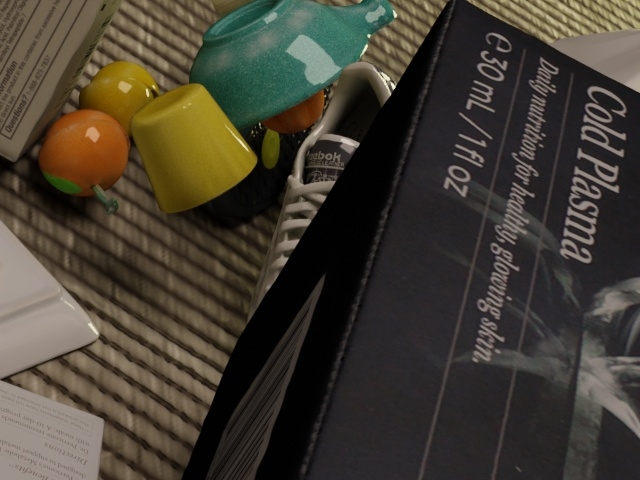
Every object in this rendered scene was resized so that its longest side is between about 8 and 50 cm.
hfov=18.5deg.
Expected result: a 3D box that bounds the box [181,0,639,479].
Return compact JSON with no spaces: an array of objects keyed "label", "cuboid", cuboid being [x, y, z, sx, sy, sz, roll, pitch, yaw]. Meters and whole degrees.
[{"label":"box","cuboid":[0.168,0.200,0.925,0.472,0.297,0.480,28,35,-7]}]

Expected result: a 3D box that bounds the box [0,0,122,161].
[{"label":"box","cuboid":[-0.289,-0.195,1.276,0.311,0.148,0.121,31,12,-4]}]

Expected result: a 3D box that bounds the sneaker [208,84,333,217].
[{"label":"sneaker","cuboid":[-0.057,-0.087,1.437,0.082,0.069,0.209,5,39,18]}]

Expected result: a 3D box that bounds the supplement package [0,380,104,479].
[{"label":"supplement package","cuboid":[-0.194,0.186,0.904,0.134,0.139,0.244,23,35,-17]}]

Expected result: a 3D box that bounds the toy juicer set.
[{"label":"toy juicer set","cuboid":[-0.057,-0.110,1.355,0.329,0.209,0.089,-46,115,-40]}]

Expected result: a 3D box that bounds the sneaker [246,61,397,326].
[{"label":"sneaker","cuboid":[0.000,0.000,1.253,0.090,0.095,0.235,11,69,18]}]

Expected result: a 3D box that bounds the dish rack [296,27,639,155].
[{"label":"dish rack","cuboid":[0.149,-0.100,1.439,0.333,0.285,0.072,-31,111,-54]}]

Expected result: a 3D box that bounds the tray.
[{"label":"tray","cuboid":[-0.263,-0.022,1.207,0.270,0.030,0.145,45,37,18]}]
